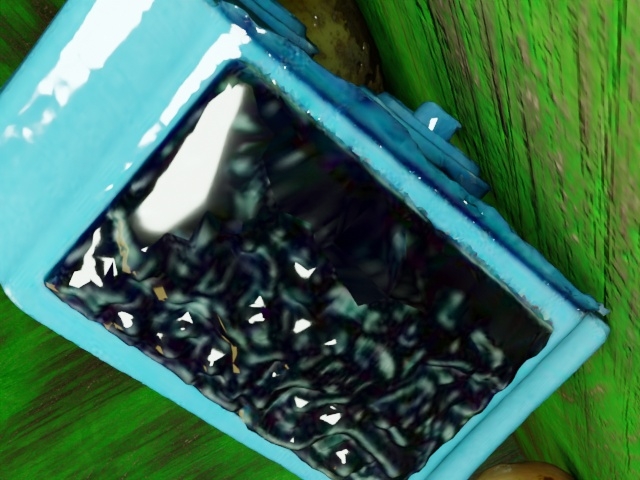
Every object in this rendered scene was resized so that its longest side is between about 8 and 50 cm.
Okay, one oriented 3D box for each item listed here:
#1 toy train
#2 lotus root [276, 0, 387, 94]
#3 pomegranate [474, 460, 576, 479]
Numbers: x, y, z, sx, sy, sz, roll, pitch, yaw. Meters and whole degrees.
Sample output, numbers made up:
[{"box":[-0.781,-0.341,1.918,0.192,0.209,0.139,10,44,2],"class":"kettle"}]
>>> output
[{"box":[-0.016,-0.013,0.458,0.300,0.188,0.265,36,-168,-22],"class":"toy train"},{"box":[-0.036,-0.130,0.758,0.196,0.179,0.397,61,180,28],"class":"lotus root"},{"box":[0.257,0.366,1.104,0.191,0.191,0.191,61,-177,-6],"class":"pomegranate"}]
